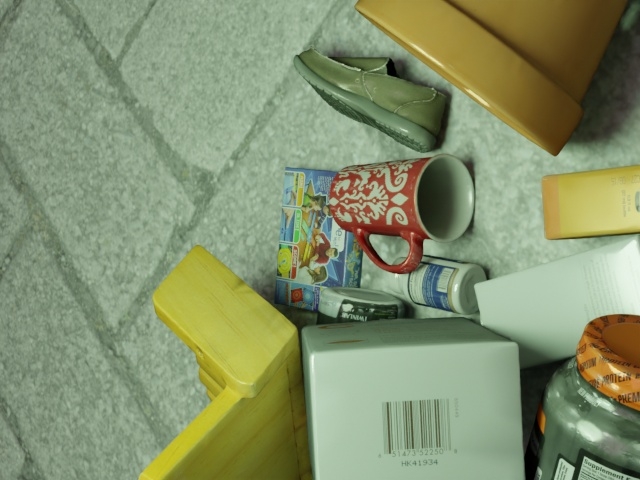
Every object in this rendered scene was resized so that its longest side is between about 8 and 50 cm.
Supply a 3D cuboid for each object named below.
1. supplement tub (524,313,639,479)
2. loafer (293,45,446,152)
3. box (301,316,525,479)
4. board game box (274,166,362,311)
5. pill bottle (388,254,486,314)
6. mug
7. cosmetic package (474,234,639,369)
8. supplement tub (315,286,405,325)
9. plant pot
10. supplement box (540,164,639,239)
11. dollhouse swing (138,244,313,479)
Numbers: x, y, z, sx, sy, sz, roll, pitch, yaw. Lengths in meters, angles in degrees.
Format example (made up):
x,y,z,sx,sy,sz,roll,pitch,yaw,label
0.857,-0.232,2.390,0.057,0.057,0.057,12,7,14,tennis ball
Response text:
x,y,z,sx,sy,sz,roll,pitch,yaw,label
0.312,0.261,1.238,0.207,0.207,0.338,31,119,39,supplement tub
0.071,-0.204,1.598,0.251,0.094,0.087,33,87,29,loafer
0.091,0.186,1.347,0.215,0.345,0.168,-3,91,-2,box
0.000,0.000,1.682,0.136,0.035,0.201,9,95,43,board game box
0.148,0.054,1.521,0.120,0.067,0.067,11,97,43,pill bottle
0.090,-0.043,1.534,0.169,0.150,0.113,3,134,47,mug
0.301,0.077,1.370,0.231,0.085,0.117,-19,77,43,cosmetic package
0.044,0.163,1.582,0.117,0.117,0.190,15,100,42,supplement tub
0.212,-0.261,1.348,0.291,0.291,0.203,42,99,35,plant pot
0.364,-0.045,1.317,0.233,0.080,0.078,-5,86,44,supplement box
-0.185,0.267,1.577,0.315,0.305,0.347,37,146,37,dollhouse swing
